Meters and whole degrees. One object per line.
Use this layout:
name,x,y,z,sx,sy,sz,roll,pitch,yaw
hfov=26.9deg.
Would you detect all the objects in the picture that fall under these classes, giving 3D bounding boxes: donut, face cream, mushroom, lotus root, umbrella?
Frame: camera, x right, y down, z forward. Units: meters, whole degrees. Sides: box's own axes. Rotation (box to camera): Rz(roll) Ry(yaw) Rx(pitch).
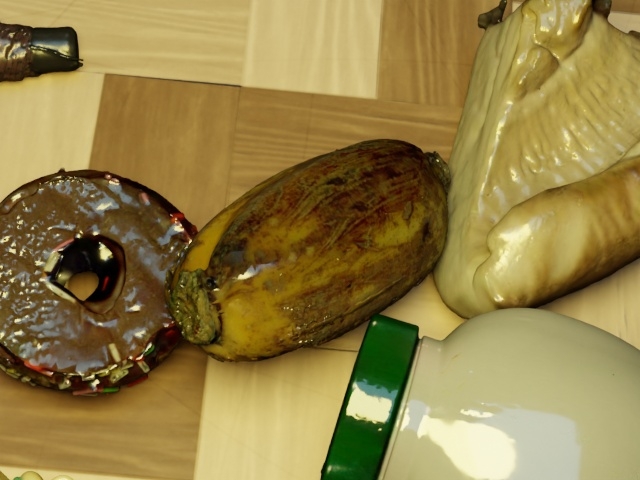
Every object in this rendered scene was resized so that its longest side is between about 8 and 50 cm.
donut,-0.254,0.047,1.453,0.270,0.103,0.269,2,66,-4
face cream,0.190,0.220,1.325,0.357,0.219,0.312,17,74,4
mushroom,0.295,-0.060,1.506,0.314,0.224,0.397,21,70,-9
lotus root,0.000,0.000,1.416,0.196,0.179,0.397,9,28,44
umbrella,-0.445,-0.221,1.579,0.326,0.094,0.090,-4,78,-5

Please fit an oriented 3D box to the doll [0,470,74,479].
doll,-0.382,0.312,1.290,0.272,0.144,0.208,8,73,-5
